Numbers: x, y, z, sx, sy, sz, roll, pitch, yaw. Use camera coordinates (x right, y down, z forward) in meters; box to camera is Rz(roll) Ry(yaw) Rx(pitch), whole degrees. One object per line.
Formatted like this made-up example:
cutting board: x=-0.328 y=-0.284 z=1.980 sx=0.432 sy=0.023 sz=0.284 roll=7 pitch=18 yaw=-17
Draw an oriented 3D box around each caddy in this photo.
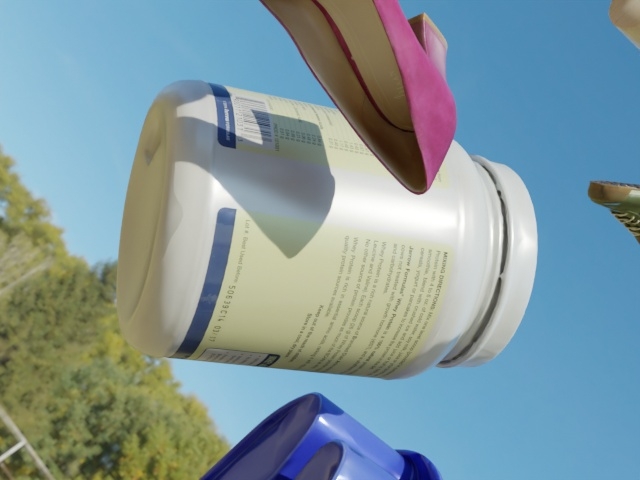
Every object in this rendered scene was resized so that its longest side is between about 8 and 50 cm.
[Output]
caddy: x=-0.030 y=0.321 z=0.884 sx=0.179 sy=0.341 sz=0.241 roll=47 pitch=2 yaw=-17

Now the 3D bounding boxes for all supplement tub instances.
supplement tub: x=0.000 y=0.000 z=0.794 sx=0.235 sy=0.325 sz=0.235 roll=-171 pitch=-90 yaw=-70

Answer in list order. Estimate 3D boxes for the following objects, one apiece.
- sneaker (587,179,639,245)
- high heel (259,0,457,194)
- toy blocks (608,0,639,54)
sneaker: x=0.435 y=-0.028 z=1.181 sx=0.064 sy=0.192 sz=0.086 roll=-146 pitch=-117 yaw=-67
high heel: x=0.005 y=-0.124 z=0.551 sx=0.082 sy=0.117 sz=0.244 roll=-12 pitch=-29 yaw=33
toy blocks: x=0.358 y=-0.305 z=0.803 sx=0.260 sy=0.309 sz=0.288 roll=21 pitch=29 yaw=-45
